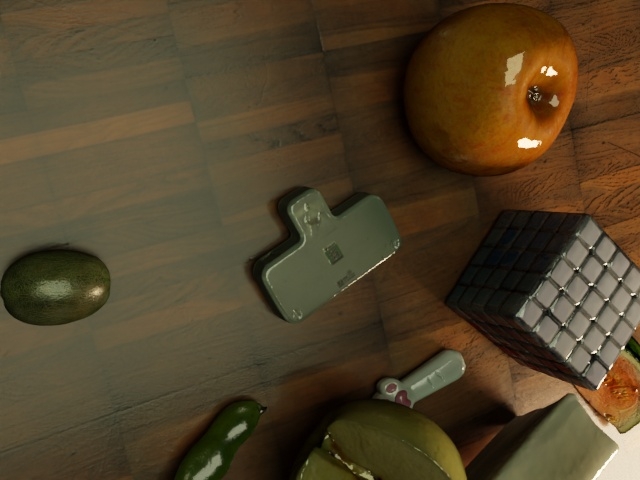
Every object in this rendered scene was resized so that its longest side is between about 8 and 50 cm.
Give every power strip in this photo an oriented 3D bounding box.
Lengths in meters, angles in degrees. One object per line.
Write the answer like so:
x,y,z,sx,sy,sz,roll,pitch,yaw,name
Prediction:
0.000,0.000,1.273,0.265,0.059,0.194,-34,109,-16,power strip

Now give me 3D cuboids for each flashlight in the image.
0.190,0.271,1.375,0.200,0.047,0.093,-27,103,-17,flashlight

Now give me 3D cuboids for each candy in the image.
0.354,0.447,1.317,0.358,0.208,0.145,-36,81,-31,candy

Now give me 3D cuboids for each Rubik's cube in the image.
0.424,0.100,1.355,0.238,0.237,0.237,40,78,-19,Rubik's cube

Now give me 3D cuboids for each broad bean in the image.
-0.214,0.376,1.209,0.318,0.056,0.098,-34,81,-17,broad bean

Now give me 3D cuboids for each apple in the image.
0.298,-0.259,1.263,0.298,0.275,0.299,-4,98,-27,apple
0.088,0.405,1.246,0.257,0.233,0.295,41,97,-3,apple

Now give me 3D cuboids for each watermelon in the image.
0.612,0.257,1.498,0.159,0.128,0.303,-45,108,-13,watermelon

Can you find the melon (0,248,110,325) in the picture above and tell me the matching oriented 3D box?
-0.399,0.069,1.092,0.167,0.114,0.114,-6,96,-20,melon
